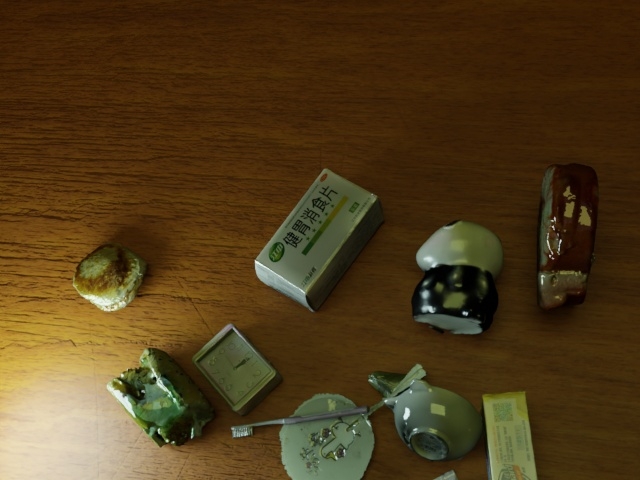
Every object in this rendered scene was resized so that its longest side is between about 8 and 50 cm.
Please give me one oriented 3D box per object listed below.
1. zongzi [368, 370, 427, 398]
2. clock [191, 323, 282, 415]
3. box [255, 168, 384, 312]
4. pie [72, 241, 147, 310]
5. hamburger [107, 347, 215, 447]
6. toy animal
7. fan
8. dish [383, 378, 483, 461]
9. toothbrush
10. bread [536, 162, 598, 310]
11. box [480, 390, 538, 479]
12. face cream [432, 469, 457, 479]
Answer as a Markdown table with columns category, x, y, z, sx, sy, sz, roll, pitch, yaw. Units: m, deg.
| category | x | y | z | sx | sy | sz | roll | pitch | yaw |
| --- | --- | --- | --- | --- | --- | --- | --- | --- | --- |
| zongzi | 0.183 | 0.328 | 1.943 | 0.104 | 0.052 | 0.113 | 41 | 87 | 20 |
| clock | -0.208 | 0.321 | 2.019 | 0.147 | 0.071 | 0.192 | -42 | 65 | -8 |
| box | -0.001 | 0.002 | 2.076 | 0.173 | 0.145 | 0.333 | 31 | 77 | 24 |
| pie | -0.569 | 0.094 | 2.183 | 0.205 | 0.084 | 0.179 | 33 | 77 | 25 |
| hamburger | -0.397 | 0.380 | 1.977 | 0.168 | 0.192 | 0.288 | -41 | 66 | -18 |
| toy animal | 0.330 | 0.088 | 1.947 | 0.213 | 0.212 | 0.266 | 6 | 64 | 14 |
| fan | 0.084 | 0.433 | 1.913 | 0.415 | 0.012 | 0.233 | -36 | 66 | 6 |
| dish | 0.244 | 0.432 | 1.797 | 0.236 | 0.228 | 0.086 | 43 | 40 | -9 |
| toothbrush | -0.052 | 0.437 | 1.939 | 0.354 | 0.024 | 0.029 | -12 | 76 | 15 |
| bread | 0.568 | -0.018 | 1.878 | 0.114 | 0.327 | 0.295 | 4 | 27 | 11 |
| box | 0.416 | 0.480 | 1.774 | 0.097 | 0.168 | 0.265 | -5 | 68 | 7 |
| face cream | 0.310 | 0.640 | 1.789 | 0.092 | 0.058 | 0.243 | -28 | 58 | 4 |
